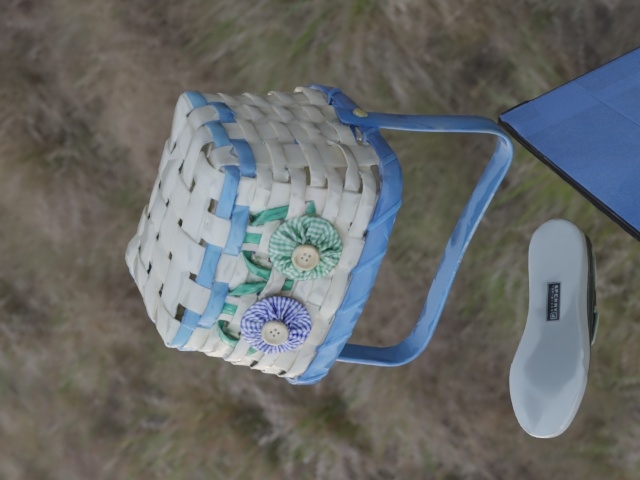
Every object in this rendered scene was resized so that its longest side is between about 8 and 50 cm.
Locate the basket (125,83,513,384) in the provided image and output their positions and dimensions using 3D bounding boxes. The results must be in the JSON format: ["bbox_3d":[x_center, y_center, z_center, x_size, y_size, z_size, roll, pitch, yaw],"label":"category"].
[{"bbox_3d":[0.000,0.000,1.279,0.201,0.289,0.255,54,133,46],"label":"basket"}]

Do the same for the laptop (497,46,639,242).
[{"bbox_3d":[0.313,-0.208,0.931,0.382,0.236,0.408,-121,40,-68],"label":"laptop"}]

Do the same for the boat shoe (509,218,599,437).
[{"bbox_3d":[0.243,0.091,1.517,0.077,0.219,0.070,2,167,32],"label":"boat shoe"}]
